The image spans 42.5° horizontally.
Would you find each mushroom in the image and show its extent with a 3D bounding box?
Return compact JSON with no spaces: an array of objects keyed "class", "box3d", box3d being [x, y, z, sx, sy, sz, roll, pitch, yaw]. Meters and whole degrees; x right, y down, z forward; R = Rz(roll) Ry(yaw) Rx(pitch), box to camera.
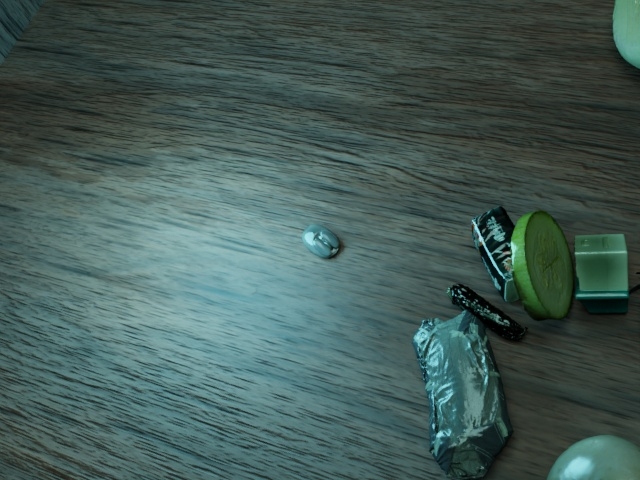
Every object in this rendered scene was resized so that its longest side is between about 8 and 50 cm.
[{"class":"mushroom","box3d":[0.488,0.445,1.382,0.226,0.178,0.226,-36,38,34]}]

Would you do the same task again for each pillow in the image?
[{"class":"pillow","box3d":[0.271,0.291,1.585,0.162,0.092,0.335,-17,57,15]}]

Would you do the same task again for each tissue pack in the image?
[{"class":"tissue pack","box3d":[0.380,0.029,1.699,0.090,0.103,0.170,-24,55,1]}]

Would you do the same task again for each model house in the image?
[{"class":"model house","box3d":[0.548,0.072,1.605,0.100,0.149,0.127,-4,15,19]}]

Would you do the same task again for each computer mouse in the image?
[{"class":"computer mouse","box3d":[-0.001,-0.001,1.884,0.096,0.039,0.066,37,77,32]}]

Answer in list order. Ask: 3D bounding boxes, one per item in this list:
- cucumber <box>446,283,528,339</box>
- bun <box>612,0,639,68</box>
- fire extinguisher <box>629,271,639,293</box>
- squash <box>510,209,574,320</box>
[{"class":"cucumber","box3d":[0.338,0.148,1.674,0.181,0.053,0.053,34,75,31]},{"class":"bun","box3d":[0.817,-0.533,1.808,0.213,0.361,0.361,15,57,-22]},{"class":"fire extinguisher","box3d":[0.638,0.156,1.560,0.099,0.071,0.231,-22,50,39]},{"class":"squash","box3d":[0.438,0.046,1.603,0.041,0.219,0.219,-9,55,40]}]
